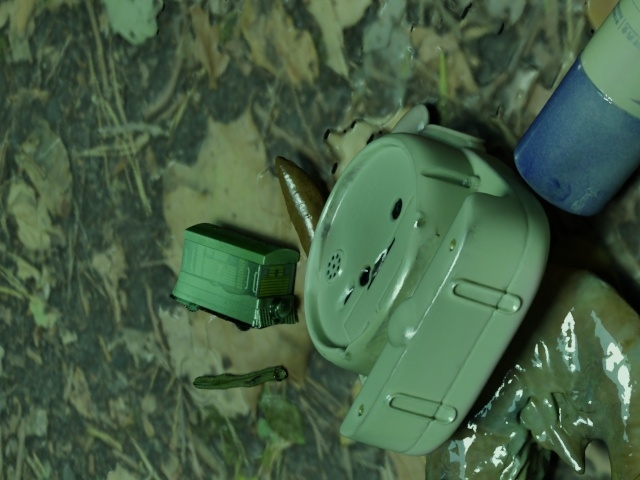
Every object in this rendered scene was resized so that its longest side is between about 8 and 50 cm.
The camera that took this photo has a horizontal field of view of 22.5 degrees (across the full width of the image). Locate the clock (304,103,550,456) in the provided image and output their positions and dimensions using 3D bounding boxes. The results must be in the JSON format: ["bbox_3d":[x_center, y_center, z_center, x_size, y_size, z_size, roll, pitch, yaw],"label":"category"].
[{"bbox_3d":[0.045,0.010,0.865,0.151,0.062,0.191,-63,25,21],"label":"clock"}]

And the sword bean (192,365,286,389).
[{"bbox_3d":[-0.053,0.091,1.048,0.083,0.012,0.012,-12,88,44],"label":"sword bean"}]

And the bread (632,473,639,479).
[{"bbox_3d":[0.255,0.126,0.674,0.311,0.121,0.173,-42,70,39],"label":"bread"}]

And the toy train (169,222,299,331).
[{"bbox_3d":[-0.055,0.023,1.021,0.093,0.038,0.056,17,105,42],"label":"toy train"}]

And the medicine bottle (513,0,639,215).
[{"bbox_3d":[0.175,-0.111,0.761,0.059,0.059,0.231,53,128,25],"label":"medicine bottle"}]

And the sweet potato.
[{"bbox_3d":[0.000,0.000,0.974,0.026,0.026,0.115,-29,81,43],"label":"sweet potato"}]

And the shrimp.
[{"bbox_3d":[0.120,0.137,0.856,0.145,0.059,0.254,14,101,32],"label":"shrimp"}]
